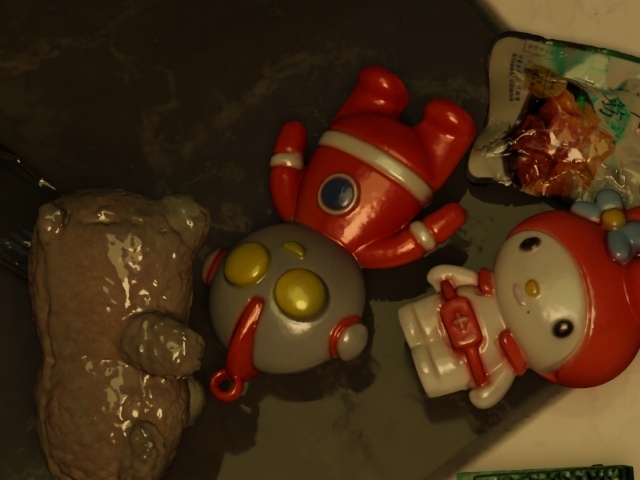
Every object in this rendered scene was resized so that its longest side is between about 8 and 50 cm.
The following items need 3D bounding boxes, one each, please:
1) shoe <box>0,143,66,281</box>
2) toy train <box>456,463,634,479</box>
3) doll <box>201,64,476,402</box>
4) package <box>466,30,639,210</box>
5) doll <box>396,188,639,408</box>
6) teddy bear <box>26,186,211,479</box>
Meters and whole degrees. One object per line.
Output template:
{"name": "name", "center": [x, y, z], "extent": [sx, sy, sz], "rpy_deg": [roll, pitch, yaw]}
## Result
{"name": "shoe", "center": [-0.310, -0.042, 1.674], "extent": [0.241, 0.093, 0.108], "rpy_deg": [29, 80, 11]}
{"name": "toy train", "center": [0.192, 0.222, 1.542], "extent": [0.172, 0.099, 0.070], "rpy_deg": [-4, 74, 3]}
{"name": "doll", "center": [0.000, 0.000, 1.623], "extent": [0.200, 0.105, 0.336], "rpy_deg": [30, 77, 23]}
{"name": "package", "center": [0.251, -0.101, 1.666], "extent": [0.232, 0.040, 0.166], "rpy_deg": [16, 75, 9]}
{"name": "doll", "center": [0.214, 0.048, 1.575], "extent": [0.290, 0.130, 0.161], "rpy_deg": [-20, 66, 2]}
{"name": "teddy bear", "center": [-0.171, 0.086, 1.563], "extent": [0.151, 0.236, 0.267], "rpy_deg": [-9, 93, -29]}
